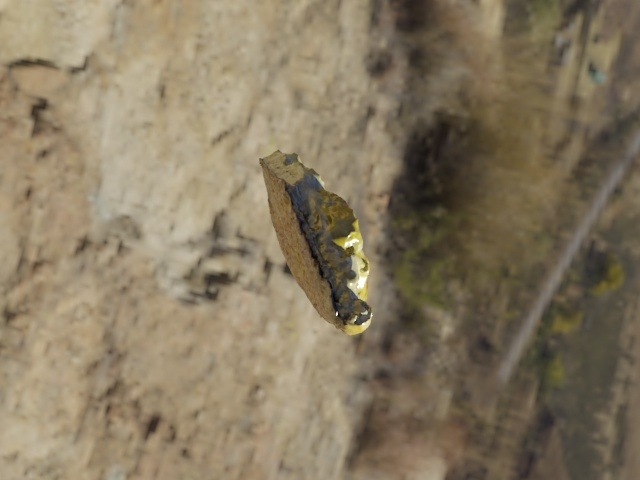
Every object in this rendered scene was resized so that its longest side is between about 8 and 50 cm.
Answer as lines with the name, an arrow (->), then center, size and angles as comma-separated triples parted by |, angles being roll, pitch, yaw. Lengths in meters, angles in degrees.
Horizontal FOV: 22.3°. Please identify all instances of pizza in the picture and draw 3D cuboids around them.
pizza -> 0.001, 0.000, 0.911 | 0.160, 0.035, 0.099 | -135, -153, -72
